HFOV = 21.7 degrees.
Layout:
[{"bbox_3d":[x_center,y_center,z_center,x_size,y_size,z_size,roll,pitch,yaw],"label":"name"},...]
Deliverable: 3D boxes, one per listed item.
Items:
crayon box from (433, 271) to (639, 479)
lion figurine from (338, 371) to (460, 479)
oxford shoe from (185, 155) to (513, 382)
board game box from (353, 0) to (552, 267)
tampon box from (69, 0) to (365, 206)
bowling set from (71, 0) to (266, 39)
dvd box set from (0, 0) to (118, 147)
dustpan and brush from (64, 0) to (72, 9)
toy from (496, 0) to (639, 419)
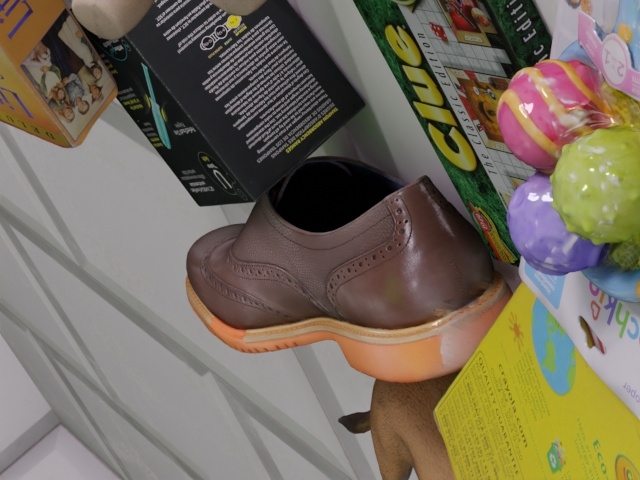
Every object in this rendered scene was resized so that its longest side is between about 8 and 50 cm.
[{"bbox_3d":[0.154,0.117,0.828,0.318,0.081,0.202,112,145,-65],"label":"crayon box"},{"bbox_3d":[0.117,0.178,1.183,0.392,0.142,0.240,41,154,38],"label":"lion figurine"},{"bbox_3d":[0.000,0.000,1.150,0.363,0.130,0.133,4,121,58],"label":"oxford shoe"},{"bbox_3d":[0.087,-0.080,0.888,0.136,0.030,0.260,24,150,58],"label":"board game box"},{"bbox_3d":[-0.072,-0.115,1.078,0.161,0.101,0.120,53,163,-14],"label":"tampon box"},{"bbox_3d":[-0.024,-0.198,0.781,0.200,0.154,0.287,24,155,14],"label":"bowling set"},{"bbox_3d":[-0.319,-0.236,0.971,0.307,0.062,0.420,24,159,31],"label":"dvd box set"},{"bbox_3d":[-0.170,-0.233,1.072,0.211,0.060,0.147,152,112,-63],"label":"dustpan and brush"},{"bbox_3d":[0.108,-0.045,0.668,0.137,0.056,0.237,-124,34,-50],"label":"toy"}]
